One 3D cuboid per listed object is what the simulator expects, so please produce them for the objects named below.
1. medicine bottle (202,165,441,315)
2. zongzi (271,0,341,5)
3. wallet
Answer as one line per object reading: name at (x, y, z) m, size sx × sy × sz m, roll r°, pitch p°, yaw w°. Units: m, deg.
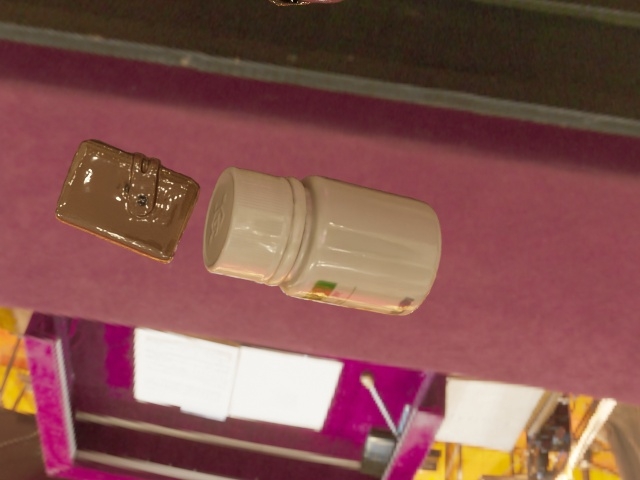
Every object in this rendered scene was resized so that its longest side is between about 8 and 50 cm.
medicine bottle at (0.000, 0.000, 0.935) m, size 0.237 × 0.139 × 0.139 m, roll 10°, pitch 141°, yaw -21°
zongzi at (-0.096, -0.159, 0.426) m, size 0.260 × 0.289 × 0.123 m, roll 42°, pitch 157°, yaw -31°
wallet at (-0.230, -0.049, 1.024) m, size 0.153 × 0.039 × 0.118 m, roll 21°, pitch 97°, yaw -3°
